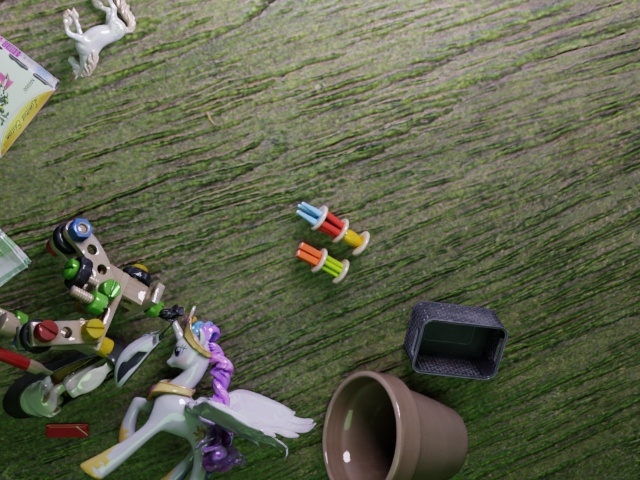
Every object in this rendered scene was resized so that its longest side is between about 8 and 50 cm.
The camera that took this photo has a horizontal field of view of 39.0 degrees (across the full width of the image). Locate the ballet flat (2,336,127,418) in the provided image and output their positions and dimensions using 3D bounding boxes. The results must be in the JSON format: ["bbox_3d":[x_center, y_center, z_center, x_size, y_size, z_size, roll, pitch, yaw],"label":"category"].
[{"bbox_3d":[-0.495,0.274,1.726,0.280,0.096,0.095,-31,114,6],"label":"ballet flat"}]

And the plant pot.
[{"bbox_3d":[0.165,0.404,1.817,0.229,0.263,0.263,13,111,-32],"label":"plant pot"}]

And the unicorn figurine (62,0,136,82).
[{"bbox_3d":[-0.380,-0.339,1.500,0.161,0.060,0.111,-26,114,3],"label":"unicorn figurine"}]

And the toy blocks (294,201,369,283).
[{"bbox_3d":[0.000,0.000,1.705,0.148,0.054,0.123,31,105,-19],"label":"toy blocks"}]

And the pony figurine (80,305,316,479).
[{"bbox_3d":[-0.222,0.351,1.708,0.351,0.303,0.364,32,89,9],"label":"pony figurine"}]

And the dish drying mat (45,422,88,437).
[{"bbox_3d":[-0.510,0.383,1.818,0.083,0.008,0.032,1,114,-9],"label":"dish drying mat"}]

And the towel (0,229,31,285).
[{"bbox_3d":[-0.618,0.019,1.639,0.113,0.023,0.152,-36,113,6],"label":"towel"}]

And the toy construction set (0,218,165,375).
[{"bbox_3d":[-0.423,0.142,1.626,0.237,0.257,0.309,32,118,-34],"label":"toy construction set"}]

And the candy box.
[{"bbox_3d":[-0.577,-0.271,1.494,0.233,0.071,0.159,37,103,-21],"label":"candy box"}]

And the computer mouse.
[{"bbox_3d":[-0.326,0.190,1.664,0.042,0.106,0.193,41,96,-1],"label":"computer mouse"}]

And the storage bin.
[{"bbox_3d":[0.270,0.200,1.814,0.180,0.084,0.122,7,111,-12],"label":"storage bin"}]
